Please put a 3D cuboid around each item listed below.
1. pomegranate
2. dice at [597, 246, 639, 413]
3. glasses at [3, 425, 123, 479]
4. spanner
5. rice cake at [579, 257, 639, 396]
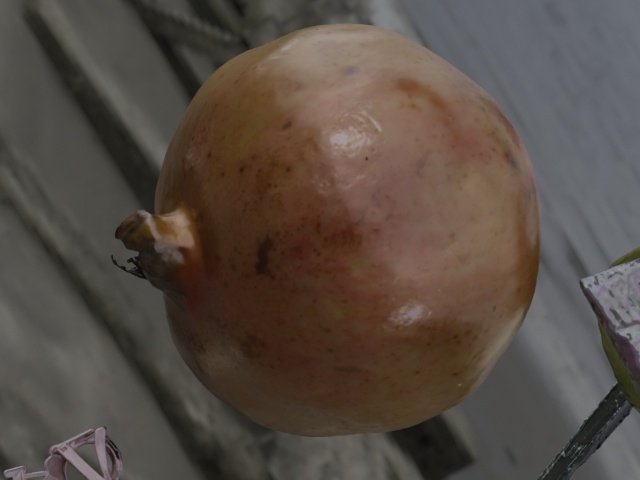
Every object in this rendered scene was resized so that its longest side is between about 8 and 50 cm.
[{"bbox_3d":[0.000,0.000,1.531,0.338,0.338,0.338,54,15,-21],"label":"pomegranate"},{"bbox_3d":[0.375,0.072,1.850,0.166,0.169,0.169,-9,75,-37],"label":"dice"},{"bbox_3d":[-0.250,0.335,2.294,0.255,0.162,0.095,52,-20,-10],"label":"glasses"},{"bbox_3d":[0.261,0.223,2.069,0.026,0.325,0.093,41,0,-42],"label":"spanner"},{"bbox_3d":[0.358,0.029,1.535,0.050,0.298,0.106,71,-2,-66],"label":"rice cake"}]
